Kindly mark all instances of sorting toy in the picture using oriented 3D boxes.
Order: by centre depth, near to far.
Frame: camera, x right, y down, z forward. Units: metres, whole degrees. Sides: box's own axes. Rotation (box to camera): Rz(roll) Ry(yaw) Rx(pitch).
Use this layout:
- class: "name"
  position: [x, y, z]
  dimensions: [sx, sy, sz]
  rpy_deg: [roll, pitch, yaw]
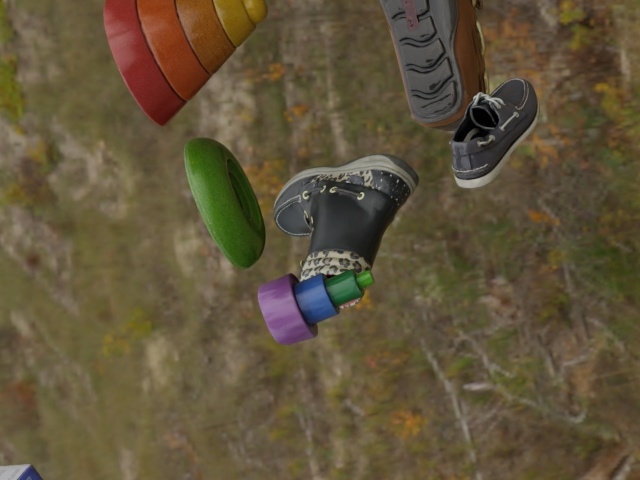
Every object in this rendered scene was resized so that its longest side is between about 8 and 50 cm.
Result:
- class: "sorting toy"
  position: [-0.052, -0.074, 1.012]
  dimensions: [0.127, 0.126, 0.365]
  rpy_deg: [-92, -23, -64]

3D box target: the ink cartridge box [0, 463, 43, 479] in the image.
- class: "ink cartridge box"
  position: [-0.506, 0.443, 1.519]
  dimensions: [0.395, 0.270, 0.151]
  rpy_deg: [-14, 117, 38]

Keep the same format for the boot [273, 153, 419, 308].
- class: "boot"
  position: [-0.001, -0.001, 1.362]
  dimensions: [0.236, 0.085, 0.178]
  rpy_deg: [-16, 41, 48]

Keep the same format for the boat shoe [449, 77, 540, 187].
- class: "boat shoe"
  position: [0.211, -0.148, 1.389]
  dimensions: [0.075, 0.206, 0.065]
  rpy_deg: [1, 130, 34]

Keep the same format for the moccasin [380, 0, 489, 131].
- class: "moccasin"
  position: [0.174, -0.345, 1.665]
  dimensions: [0.139, 0.147, 0.380]
  rpy_deg: [-21, 78, 31]
